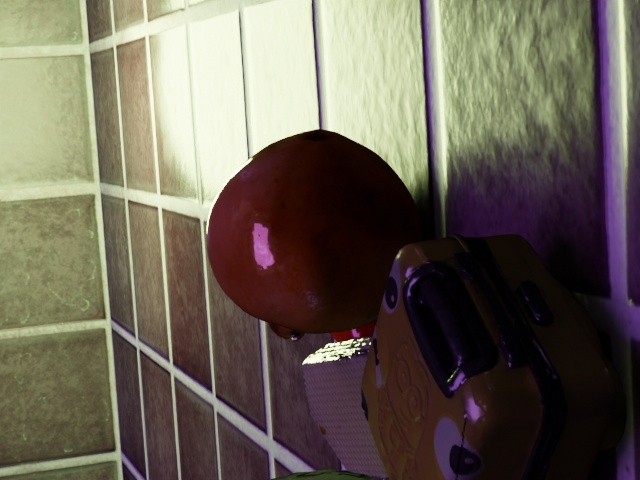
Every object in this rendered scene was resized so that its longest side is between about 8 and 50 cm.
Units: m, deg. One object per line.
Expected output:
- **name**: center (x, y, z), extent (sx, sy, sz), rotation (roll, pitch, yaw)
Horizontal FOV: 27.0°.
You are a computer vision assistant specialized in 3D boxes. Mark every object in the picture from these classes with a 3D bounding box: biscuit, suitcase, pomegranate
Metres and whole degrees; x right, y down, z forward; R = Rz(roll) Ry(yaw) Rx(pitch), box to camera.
- **biscuit**: center (0.055, 0.168, 1.319), extent (0.150, 0.052, 0.252), rotation (60, 157, -3)
- **suitcase**: center (0.129, 0.122, 1.025), extent (0.235, 0.143, 0.194), rotation (101, 155, -42)
- **pomegranate**: center (0.001, -0.005, 1.282), extent (0.209, 0.209, 0.209), rotation (174, 90, -71)

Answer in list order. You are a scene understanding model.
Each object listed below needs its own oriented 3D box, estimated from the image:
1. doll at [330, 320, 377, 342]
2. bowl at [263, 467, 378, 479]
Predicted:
- **doll**: center (0.050, 0.099, 1.373), extent (0.169, 0.057, 0.109), rotation (-124, 28, -47)
- **bowl**: center (0.061, 0.346, 1.139), extent (0.354, 0.185, 0.354), rotation (159, 90, -89)
